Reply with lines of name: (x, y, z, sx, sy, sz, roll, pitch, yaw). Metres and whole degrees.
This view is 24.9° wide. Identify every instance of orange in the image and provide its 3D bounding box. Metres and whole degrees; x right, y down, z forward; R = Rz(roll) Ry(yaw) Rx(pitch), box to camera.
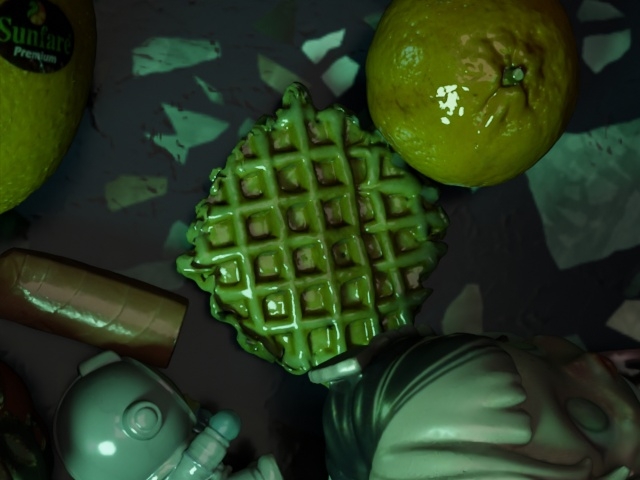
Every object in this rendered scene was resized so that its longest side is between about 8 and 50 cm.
orange: (0.122, -0.130, 1.135, 0.177, 0.155, 0.178, -18, 122, -31)
orange: (-0.290, -0.140, 1.025, 0.274, 0.274, 0.274, 1, 86, -9)

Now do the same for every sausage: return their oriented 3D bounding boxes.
sausage: (-0.190, 0.047, 1.126, 0.169, 0.065, 0.065, 18, 84, -8)

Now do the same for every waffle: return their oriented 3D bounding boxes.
waffle: (0.000, 0.000, 1.162, 0.208, 0.054, 0.214, 36, 79, -8)

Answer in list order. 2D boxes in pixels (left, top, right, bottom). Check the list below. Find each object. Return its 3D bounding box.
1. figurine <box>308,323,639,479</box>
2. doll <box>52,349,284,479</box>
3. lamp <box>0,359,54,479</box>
figurine: (0.175, 0.180, 1.052, 0.361, 0.253, 0.211, 10, 96, -32)
doll: (-0.092, 0.204, 1.095, 0.151, 0.151, 0.287, -43, 89, -9)
lamp: (-0.287, 0.173, 1.026, 0.227, 0.227, 0.227, 1, 86, -9)
